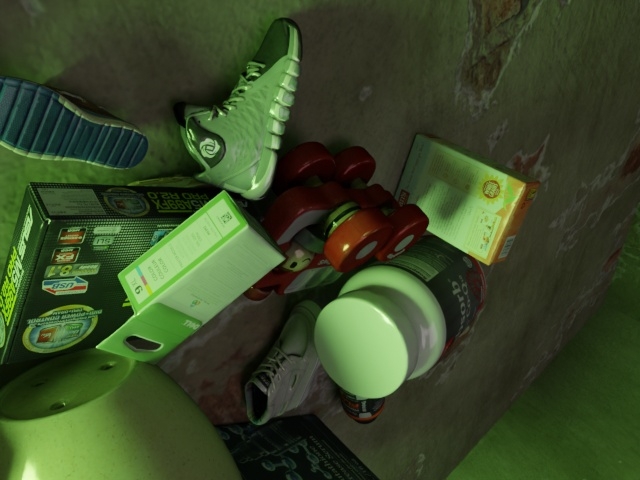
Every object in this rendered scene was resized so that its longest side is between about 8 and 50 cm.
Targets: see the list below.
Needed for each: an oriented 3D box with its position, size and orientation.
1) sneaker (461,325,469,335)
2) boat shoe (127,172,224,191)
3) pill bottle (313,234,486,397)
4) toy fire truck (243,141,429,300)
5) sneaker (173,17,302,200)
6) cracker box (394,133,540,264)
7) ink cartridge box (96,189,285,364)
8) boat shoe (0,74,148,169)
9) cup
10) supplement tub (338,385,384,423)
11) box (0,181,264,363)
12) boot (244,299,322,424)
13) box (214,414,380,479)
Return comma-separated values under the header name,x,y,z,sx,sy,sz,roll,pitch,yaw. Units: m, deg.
name,x,y,z,sx,sy,sz,roll,pitch,yaw
sneaker,0.194,0.178,1.256,0.302,0.121,0.108,0,142,-28
boat shoe,-0.177,-0.063,0.687,0.135,0.045,0.050,-9,140,-41
pill bottle,0.155,0.128,1.007,0.363,0.210,0.210,-25,137,-54
toy fire truck,0.000,0.000,0.838,0.254,0.169,0.302,-50,158,27
sneaker,-0.105,-0.170,0.659,0.132,0.086,0.229,11,91,-23
cracker box,0.253,-0.080,0.992,0.067,0.232,0.156,-9,125,-45
ink cartridge box,-0.153,0.047,0.632,0.209,0.062,0.109,-39,152,1
boat shoe,-0.261,-0.116,0.535,0.066,0.066,0.183,-58,149,8
cup,-0.273,0.271,0.663,0.331,0.331,0.237,-23,111,-35
supplement tub,0.096,0.347,1.264,0.106,0.106,0.198,-35,139,-24
box,-0.226,0.035,0.660,0.270,0.060,0.216,-3,134,-47
boot,-0.067,0.233,1.000,0.123,0.095,0.258,-23,135,-45
box,-0.079,0.523,1.054,0.395,0.293,0.212,16,105,-53
